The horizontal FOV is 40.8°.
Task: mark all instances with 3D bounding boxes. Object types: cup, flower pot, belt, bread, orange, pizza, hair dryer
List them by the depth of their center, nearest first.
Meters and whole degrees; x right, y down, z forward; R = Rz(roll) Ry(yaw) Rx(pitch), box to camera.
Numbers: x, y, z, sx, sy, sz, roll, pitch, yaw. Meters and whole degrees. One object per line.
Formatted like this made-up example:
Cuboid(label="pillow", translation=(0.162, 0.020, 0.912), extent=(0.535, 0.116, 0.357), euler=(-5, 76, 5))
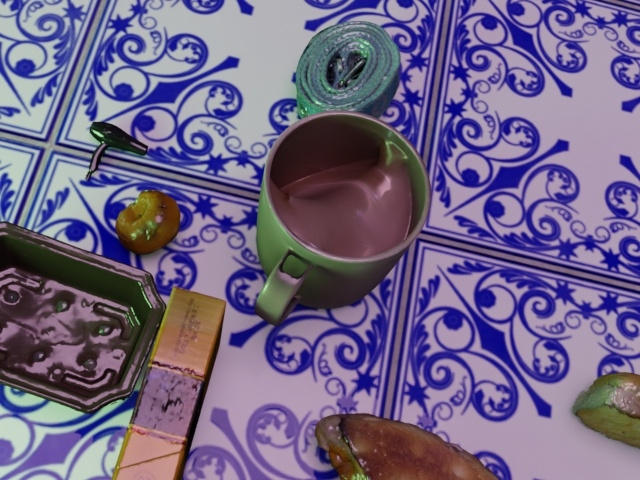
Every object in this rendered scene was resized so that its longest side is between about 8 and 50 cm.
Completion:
Cuboid(label="pizza", translation=(0.122, 0.297, 0.984), extent=(0.305, 0.086, 0.161), euler=(33, 41, 2))
Cuboid(label="flower pot", translation=(-0.315, 0.097, 0.998), extent=(0.250, 0.084, 0.179), euler=(20, 64, -2))
Cuboid(label="cup", translation=(0.000, 0.000, 1.032), extent=(0.191, 0.200, 0.253), euler=(31, 64, 4))
Cuboid(label="bread", translation=(0.392, 0.206, 1.064), extent=(0.125, 0.106, 0.082), euler=(26, 65, 0))
Cuboid(label="orange", translation=(-0.211, -0.019, 1.079), extent=(0.086, 0.062, 0.086), euler=(-19, 51, 24))
Cuboid(label="hair dryer", translation=(-0.278, -0.110, 1.134), extent=(0.079, 0.031, 0.083), euler=(26, 78, -8))
Cuboid(label="belt", translation=(0.036, -0.224, 1.204), extent=(0.163, 0.082, 0.148), euler=(-29, 63, -13))

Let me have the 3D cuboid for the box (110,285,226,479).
Cuboid(label="box", translation=(-0.167, 0.189, 0.946), extent=(0.070, 0.152, 0.237), euler=(14, 64, -4))
